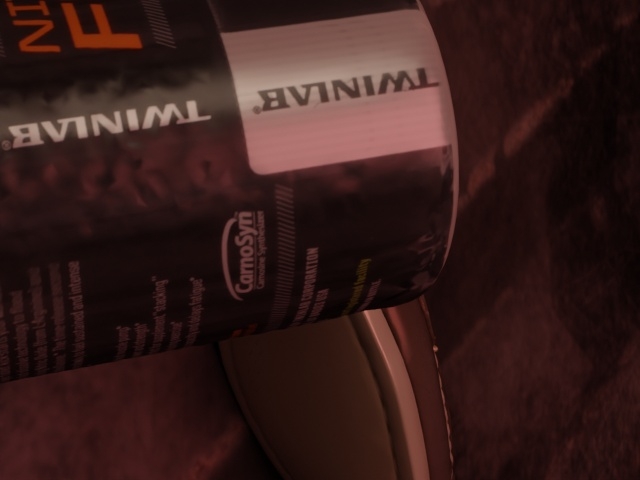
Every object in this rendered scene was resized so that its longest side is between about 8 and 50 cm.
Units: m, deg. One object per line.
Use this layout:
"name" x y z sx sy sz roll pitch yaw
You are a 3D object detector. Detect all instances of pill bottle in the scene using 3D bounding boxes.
"pill bottle" -0.089 -0.021 0.433 0.246 0.130 0.130 -10 99 -17

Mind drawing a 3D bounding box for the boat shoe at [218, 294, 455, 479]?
"boat shoe" 0.000 0.000 0.607 0.097 0.116 0.324 -36 111 -40
